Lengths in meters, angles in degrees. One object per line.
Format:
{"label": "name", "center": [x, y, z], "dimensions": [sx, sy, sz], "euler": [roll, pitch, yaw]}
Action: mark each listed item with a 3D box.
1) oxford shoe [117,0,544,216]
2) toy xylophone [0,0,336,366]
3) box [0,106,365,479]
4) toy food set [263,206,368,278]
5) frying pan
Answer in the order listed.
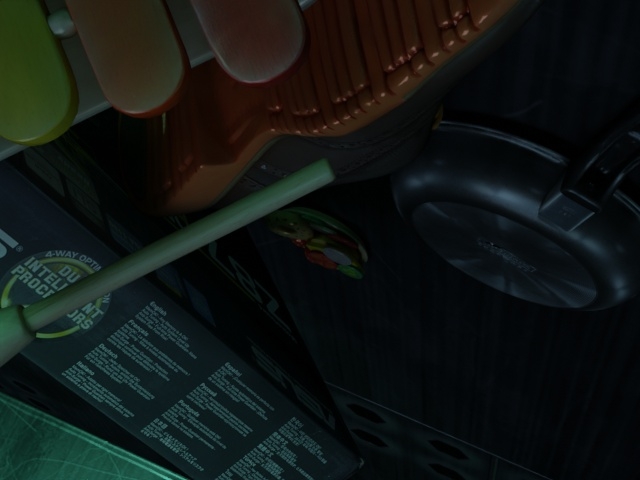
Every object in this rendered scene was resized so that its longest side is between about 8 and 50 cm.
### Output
{"label": "oxford shoe", "center": [0.020, -0.102, 0.734], "dimensions": [0.133, 0.130, 0.364], "euler": [1, 168, -32]}
{"label": "toy xylophone", "center": [-0.123, -0.090, 0.618], "dimensions": [0.236, 0.323, 0.081], "euler": [59, -173, 14]}
{"label": "box", "center": [-0.159, -0.020, 0.916], "dimensions": [0.395, 0.097, 0.318], "euler": [45, -169, -38]}
{"label": "toy food set", "center": [0.000, 0.000, 1.102], "dimensions": [0.082, 0.020, 0.083], "euler": [13, 156, 34]}
{"label": "frying pan", "center": [0.161, -0.011, 0.839], "dimensions": [0.197, 0.053, 0.326], "euler": [37, 161, -27]}
